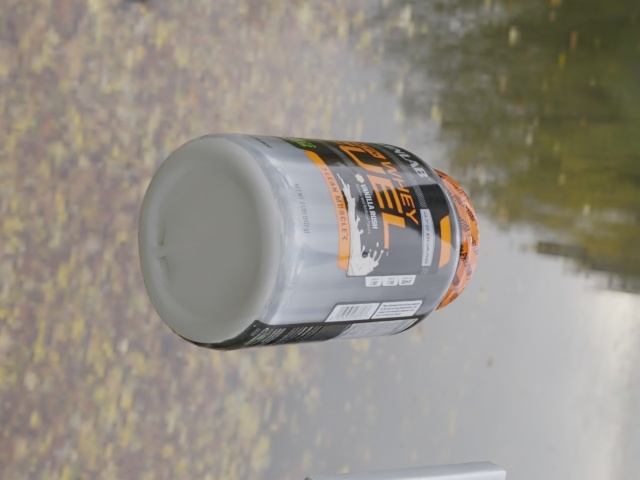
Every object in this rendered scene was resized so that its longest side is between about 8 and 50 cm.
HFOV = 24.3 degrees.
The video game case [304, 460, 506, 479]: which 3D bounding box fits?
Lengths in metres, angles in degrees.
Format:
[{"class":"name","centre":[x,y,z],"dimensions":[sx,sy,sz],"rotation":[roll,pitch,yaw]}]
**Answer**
[{"class":"video game case","centre":[0.045,0.280,1.197],"dimensions":[0.227,0.026,0.206],"rotation":[4,106,-46]}]

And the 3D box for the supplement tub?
[{"class":"supplement tub","centre":[0.000,0.000,0.845],"dimensions":[0.190,0.117,0.117],"rotation":[-2,99,-50]}]
